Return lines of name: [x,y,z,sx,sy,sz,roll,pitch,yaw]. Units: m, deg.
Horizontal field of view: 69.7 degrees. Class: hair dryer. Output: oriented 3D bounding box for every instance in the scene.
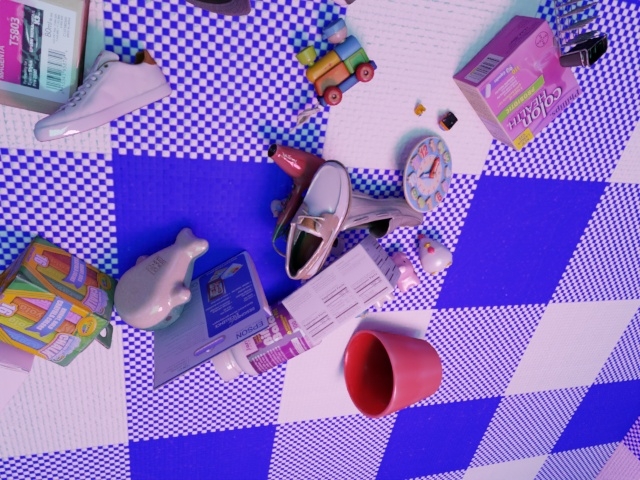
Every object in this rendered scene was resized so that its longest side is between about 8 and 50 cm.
hair dryer: [-0.050,-0.115,1.147,0.223,0.080,0.293,-41,126,-29]

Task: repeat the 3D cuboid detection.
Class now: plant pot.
plant pot: [0.250,0.429,1.524,0.243,0.275,0.275,4,119,-31]

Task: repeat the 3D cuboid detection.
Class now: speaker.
speaker: [0.000,0.000,1.291,0.136,0.055,0.055,21,112,-27]

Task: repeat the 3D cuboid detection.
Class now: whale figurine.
whale figurine: [-0.380,0.102,1.157,0.272,0.216,0.141,-54,145,-14]

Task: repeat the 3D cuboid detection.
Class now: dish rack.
dish rack: [0.595,-0.549,1.065,0.208,0.074,0.271,-38,118,-41]

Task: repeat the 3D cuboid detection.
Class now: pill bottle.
pill bottle: [-0.162,0.288,1.343,0.302,0.169,0.169,-27,125,-2]

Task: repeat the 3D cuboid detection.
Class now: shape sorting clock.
shape sorting clock: [0.296,-0.177,1.250,0.206,0.040,0.206,-10,106,-36]

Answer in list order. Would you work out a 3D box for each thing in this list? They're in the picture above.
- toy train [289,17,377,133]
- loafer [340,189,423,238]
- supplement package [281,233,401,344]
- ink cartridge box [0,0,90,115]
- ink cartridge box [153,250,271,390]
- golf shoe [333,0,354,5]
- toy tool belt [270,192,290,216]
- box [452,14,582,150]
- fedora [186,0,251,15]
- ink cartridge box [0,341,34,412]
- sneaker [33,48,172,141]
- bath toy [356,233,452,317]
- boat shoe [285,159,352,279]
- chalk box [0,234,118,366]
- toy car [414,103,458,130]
toy train: [-0.010,-0.371,1.041,0.248,0.105,0.143,-35,114,5]
loafer: [0.159,-0.057,1.240,0.320,0.111,0.112,4,159,-35]
supplement package: [0.063,0.123,1.237,0.262,0.204,0.145,-37,88,17]
ink cartridge box: [-0.552,-0.370,0.866,0.193,0.088,0.234,8,118,-23]
ink cartridge box: [-0.280,0.201,1.167,0.304,0.307,0.072,-29,131,1]
golf shoe: [-0.054,-0.547,0.929,0.273,0.105,0.120,26,125,-23]
toy tool belt: [-0.089,-0.088,1.210,0.083,0.051,0.052,-24,125,-3]
box: [0.504,-0.397,1.177,0.213,0.117,0.243,-44,124,10]
fedora: [-0.212,-0.522,0.804,0.244,0.275,0.124,34,82,-50]
ink cartridge box: [-0.759,0.277,1.111,0.092,0.218,0.158,32,107,-31]
sneaker: [-0.437,-0.290,0.894,0.290,0.106,0.123,-45,125,-38]
bath toy: [0.228,0.100,1.392,0.348,0.151,0.129,-31,80,4]
boat shoe: [-0.008,-0.041,1.094,0.113,0.103,0.302,21,110,18]
chalk box: [-0.620,0.163,1.114,0.179,0.180,0.289,-43,124,10]
toy car: [0.302,-0.329,1.213,0.122,0.060,0.040,30,153,-13]
